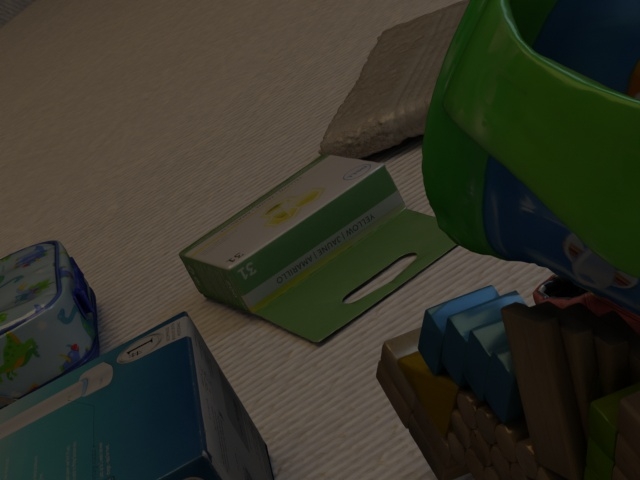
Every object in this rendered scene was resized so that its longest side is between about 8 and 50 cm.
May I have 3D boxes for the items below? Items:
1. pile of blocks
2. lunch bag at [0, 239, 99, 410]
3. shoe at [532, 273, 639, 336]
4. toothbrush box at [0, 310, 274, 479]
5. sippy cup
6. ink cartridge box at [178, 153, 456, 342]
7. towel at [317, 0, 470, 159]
[{"bbox_3d":[0.147,0.079,0.804,0.112,0.149,0.362,-20,19,-19],"label":"pile of blocks"},{"bbox_3d":[-0.285,0.086,1.436,0.176,0.090,0.219,-30,20,-1],"label":"lunch bag"},{"bbox_3d":[0.207,0.046,0.901,0.178,0.081,0.063,-11,27,40],"label":"shoe"},{"bbox_3d":[-0.177,0.196,0.978,0.295,0.126,0.216,-28,21,1],"label":"toothbrush box"},{"bbox_3d":[0.201,-0.044,0.677,0.224,0.240,0.305,37,63,25],"label":"sippy cup"},{"bbox_3d":[0.000,0.000,1.327,0.171,0.056,0.235,-35,19,-18],"label":"ink cartridge box"},{"bbox_3d":[0.114,-0.169,1.592,0.187,0.049,0.282,-19,23,28],"label":"towel"}]
